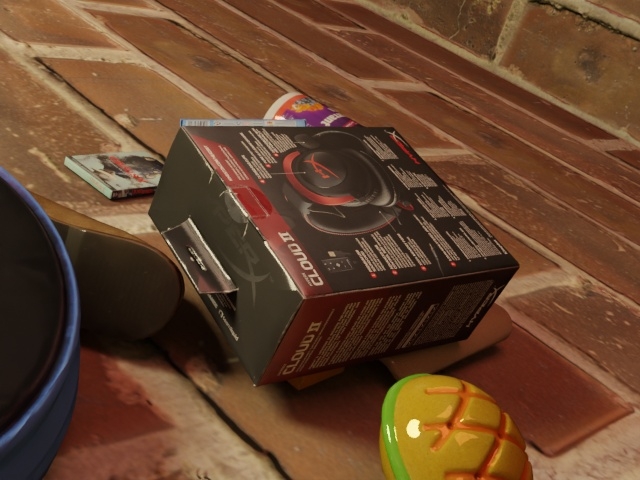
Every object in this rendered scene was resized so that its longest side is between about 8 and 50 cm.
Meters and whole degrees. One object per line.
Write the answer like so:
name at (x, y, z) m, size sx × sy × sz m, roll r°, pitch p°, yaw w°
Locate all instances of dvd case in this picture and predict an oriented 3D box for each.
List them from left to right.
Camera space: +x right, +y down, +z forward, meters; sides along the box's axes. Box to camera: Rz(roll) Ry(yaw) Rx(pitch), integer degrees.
dvd case at (-0.225, -0.078, 1.038) m, size 0.087 × 0.013 × 0.119 m, roll 34°, pitch 28°, yaw 29°

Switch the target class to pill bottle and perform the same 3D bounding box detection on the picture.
pill bottle at (0.019, -0.113, 1.190) m, size 0.193 × 0.108 × 0.108 m, roll 31°, pitch 26°, yaw 23°

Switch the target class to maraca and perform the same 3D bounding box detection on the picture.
maraca at (0.109, 0.181, 0.650) m, size 0.127 × 0.099 × 0.186 m, roll -7°, pitch 61°, yaw -43°

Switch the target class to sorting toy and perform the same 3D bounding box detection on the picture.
sorting toy at (0.031, 0.067, 0.907) m, size 0.229 × 0.041 × 0.307 m, roll 36°, pitch 32°, yaw 31°

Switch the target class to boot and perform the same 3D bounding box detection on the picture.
boot at (-0.261, 0.000, 0.764) m, size 0.305 × 0.112 × 0.115 m, roll 24°, pitch 4°, yaw -2°

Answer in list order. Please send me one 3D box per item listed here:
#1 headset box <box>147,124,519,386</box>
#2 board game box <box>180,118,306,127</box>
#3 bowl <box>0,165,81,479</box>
headset box at (0.000, 0.000, 0.809) m, size 0.293 × 0.110 × 0.218 m, roll -6°, pitch 46°, yaw -41°
board game box at (-0.088, -0.083, 1.044) m, size 0.160 × 0.039 × 0.211 m, roll 0°, pitch 32°, yaw -6°
bowl at (-0.331, 0.032, 0.526) m, size 0.391 × 0.077 × 0.391 m, roll 21°, pitch 35°, yaw -15°
